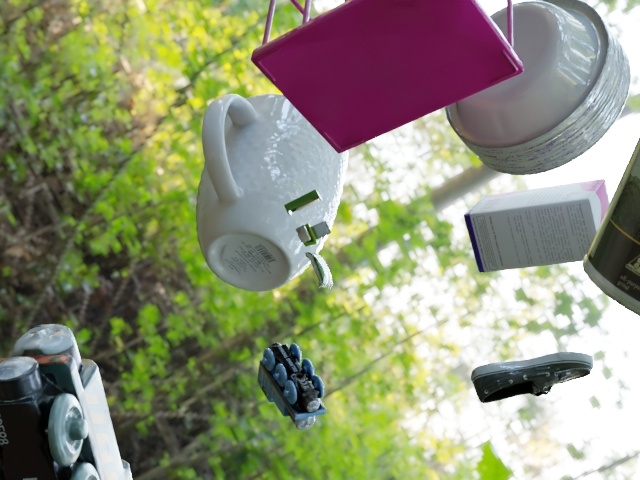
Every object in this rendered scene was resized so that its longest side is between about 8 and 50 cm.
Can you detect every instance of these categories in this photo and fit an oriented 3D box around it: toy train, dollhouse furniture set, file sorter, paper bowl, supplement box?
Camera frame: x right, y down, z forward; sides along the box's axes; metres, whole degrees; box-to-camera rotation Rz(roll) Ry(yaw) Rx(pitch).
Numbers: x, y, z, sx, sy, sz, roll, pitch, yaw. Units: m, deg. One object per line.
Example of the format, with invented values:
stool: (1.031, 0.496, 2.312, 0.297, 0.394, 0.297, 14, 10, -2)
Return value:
toy train: (-0.052, 0.264, 2.083, 0.184, 0.080, 0.105, 50, -39, 48)
toy train: (-0.294, 0.259, 1.299, 0.190, 0.142, 0.333, -77, 159, -65)
dollhouse furniture set: (0.000, 0.000, 1.839, 0.076, 0.059, 0.151, 38, 27, -81)
file sorter: (0.091, -0.291, 1.533, 0.202, 0.291, 0.182, 44, 38, -36)
paper bowl: (0.319, -0.253, 1.777, 0.148, 0.284, 0.284, 38, 9, -42)
supplement box: (0.372, -0.025, 1.939, 0.111, 0.220, 0.113, -37, 114, -55)

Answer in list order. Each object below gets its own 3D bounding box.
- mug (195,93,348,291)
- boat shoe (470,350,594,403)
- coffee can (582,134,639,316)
mug: (-0.122, -0.108, 2.189, 0.328, 0.276, 0.374, -77, 149, -43)
boat shoe: (0.244, 0.159, 1.316, 0.049, 0.142, 0.040, 80, 2, -57)
coffee can: (0.405, -0.060, 1.133, 0.201, 0.202, 0.275, 49, -54, 52)
